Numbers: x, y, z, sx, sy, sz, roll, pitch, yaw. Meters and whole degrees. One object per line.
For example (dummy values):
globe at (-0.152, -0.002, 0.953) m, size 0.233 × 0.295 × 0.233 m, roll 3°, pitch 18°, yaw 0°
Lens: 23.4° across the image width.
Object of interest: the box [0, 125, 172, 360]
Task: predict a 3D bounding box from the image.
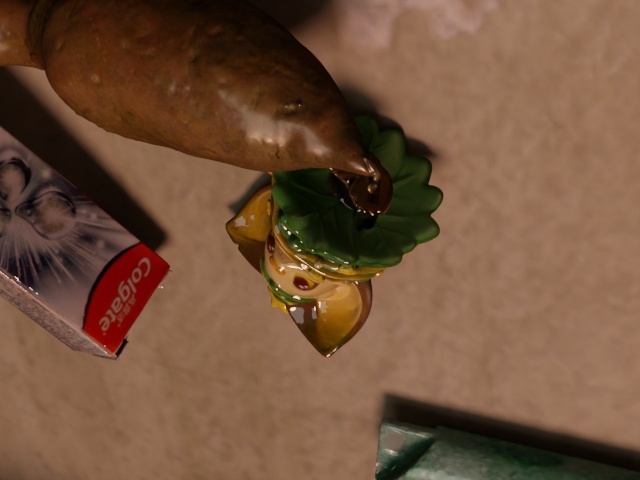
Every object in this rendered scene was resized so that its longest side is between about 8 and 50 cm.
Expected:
box at (-0.162, -0.030, 0.672) m, size 0.218 × 0.055 × 0.039 m, roll 41°, pitch 160°, yaw -28°

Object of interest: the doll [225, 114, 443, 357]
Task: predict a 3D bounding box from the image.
doll at (0.009, -0.007, 0.666) m, size 0.078 × 0.076 × 0.113 m, roll 51°, pitch 161°, yaw 12°

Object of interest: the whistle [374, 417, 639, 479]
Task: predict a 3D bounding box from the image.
whistle at (0.116, 0.119, 0.716) m, size 0.186 × 0.039 × 0.039 m, roll 12°, pitch 128°, yaw 12°

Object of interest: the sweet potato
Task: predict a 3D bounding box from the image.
sweet potato at (-0.084, -0.081, 0.629) m, size 0.269 × 0.075 × 0.075 m, roll 17°, pitch 130°, yaw 27°
